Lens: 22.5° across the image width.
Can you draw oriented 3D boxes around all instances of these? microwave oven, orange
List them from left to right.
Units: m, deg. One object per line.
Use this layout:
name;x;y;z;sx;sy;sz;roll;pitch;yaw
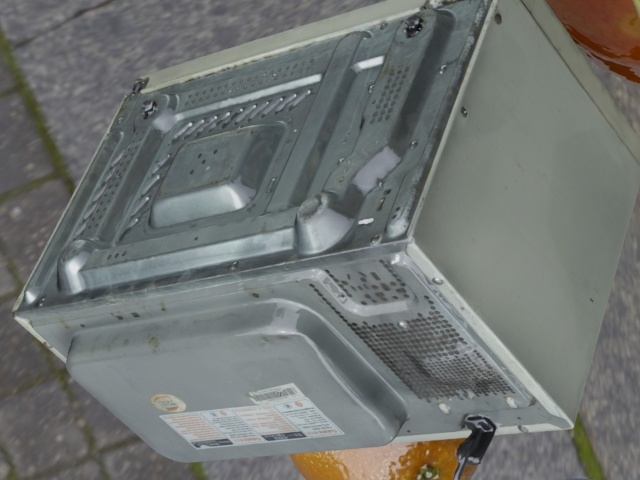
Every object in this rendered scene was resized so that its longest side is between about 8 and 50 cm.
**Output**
microwave oven;0.000;0.000;0.751;0.240;0.194;0.145;-11;131;39
orange;0.061;0.161;1.497;0.206;0.206;0.206;2;103;8

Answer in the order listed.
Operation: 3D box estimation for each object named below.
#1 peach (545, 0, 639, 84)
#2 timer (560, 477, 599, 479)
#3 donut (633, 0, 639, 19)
peach;0.238;-0.239;0.923;0.343;0.343;0.301;-17;72;12
timer;0.200;0.378;1.263;0.115;0.340;0.309;12;137;-23
donut;0.142;-0.089;0.338;0.174;0.174;0.068;-47;55;15
